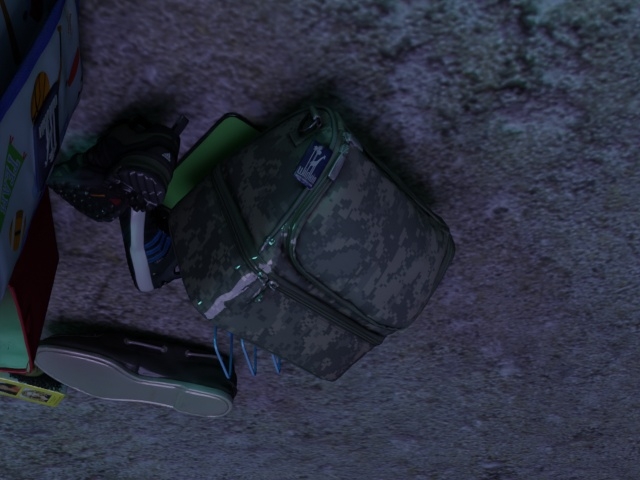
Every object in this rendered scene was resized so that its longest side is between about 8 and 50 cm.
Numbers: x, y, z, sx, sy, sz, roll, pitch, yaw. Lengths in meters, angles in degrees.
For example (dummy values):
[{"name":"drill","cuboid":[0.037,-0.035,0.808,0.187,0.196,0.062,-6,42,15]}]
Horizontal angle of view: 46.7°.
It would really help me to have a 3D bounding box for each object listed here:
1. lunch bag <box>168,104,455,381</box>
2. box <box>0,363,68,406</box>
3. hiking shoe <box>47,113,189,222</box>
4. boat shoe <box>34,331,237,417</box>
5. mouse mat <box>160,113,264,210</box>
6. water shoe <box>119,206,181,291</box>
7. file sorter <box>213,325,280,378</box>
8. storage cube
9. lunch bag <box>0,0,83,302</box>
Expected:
[{"name":"lunch bag","cuboid":[0.000,0.000,0.916,0.256,0.213,0.305,-41,133,13]},{"name":"box","cuboid":[-0.520,0.193,1.187,0.232,0.087,0.058,21,135,-27]},{"name":"hiking shoe","cuboid":[-0.237,-0.090,0.881,0.226,0.114,0.086,0,144,42]},{"name":"boat shoe","cuboid":[-0.299,0.208,1.230,0.335,0.096,0.112,19,131,-17]},{"name":"mouse mat","cuboid":[-0.114,-0.075,0.968,0.152,0.007,0.189,30,128,-32]},{"name":"water shoe","cuboid":[-0.224,-0.013,0.999,0.080,0.073,0.203,-17,146,-21]},{"name":"file sorter","cuboid":[-0.072,0.140,1.143,0.170,0.105,0.118,-7,139,3]},{"name":"storage cube","cuboid":[-0.443,0.032,0.926,0.183,0.193,0.215,4,137,-8]},{"name":"lunch bag","cuboid":[-0.357,-0.153,0.623,0.238,0.328,0.386,-11,137,16]}]
